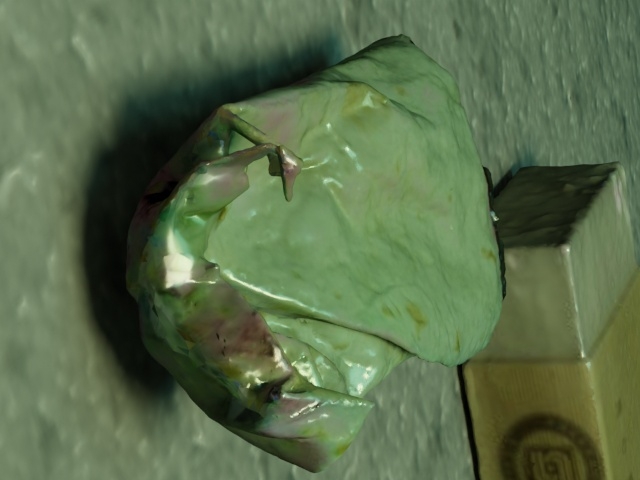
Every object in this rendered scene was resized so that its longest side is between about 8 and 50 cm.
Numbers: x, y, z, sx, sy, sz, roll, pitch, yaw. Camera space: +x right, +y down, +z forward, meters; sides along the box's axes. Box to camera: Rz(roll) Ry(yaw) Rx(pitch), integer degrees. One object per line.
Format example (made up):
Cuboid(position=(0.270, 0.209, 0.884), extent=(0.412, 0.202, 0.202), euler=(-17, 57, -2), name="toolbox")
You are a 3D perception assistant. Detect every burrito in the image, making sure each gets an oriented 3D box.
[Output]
Cuboid(position=(0.000, 0.000, 0.619), extent=(0.229, 0.089, 0.144), euler=(-24, 96, -63), name="burrito")

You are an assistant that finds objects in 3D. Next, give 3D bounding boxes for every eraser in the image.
Cuboid(position=(0.153, 0.136, 0.931), extent=(0.144, 0.078, 0.343), euler=(-45, 128, -57), name="eraser")
